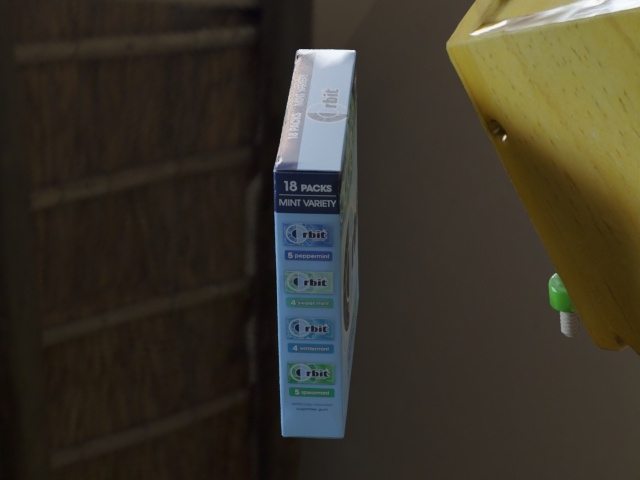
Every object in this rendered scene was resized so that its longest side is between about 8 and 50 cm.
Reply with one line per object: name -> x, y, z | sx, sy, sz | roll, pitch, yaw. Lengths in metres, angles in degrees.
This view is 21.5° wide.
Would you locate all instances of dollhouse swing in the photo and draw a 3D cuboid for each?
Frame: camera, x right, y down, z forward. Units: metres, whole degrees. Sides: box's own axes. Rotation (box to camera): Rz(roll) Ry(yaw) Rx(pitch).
dollhouse swing -> 0.301, -0.120, 0.939 | 0.305, 0.347, 0.315 | -34, -76, -22

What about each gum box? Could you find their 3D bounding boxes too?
gum box -> 0.000, 0.000, 1.026 | 0.041, 0.184, 0.157 | 1, -149, 5

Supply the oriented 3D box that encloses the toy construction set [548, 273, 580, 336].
toy construction set -> 0.334, -0.006, 1.448 | 0.309, 0.237, 0.257 | 18, -135, 33
